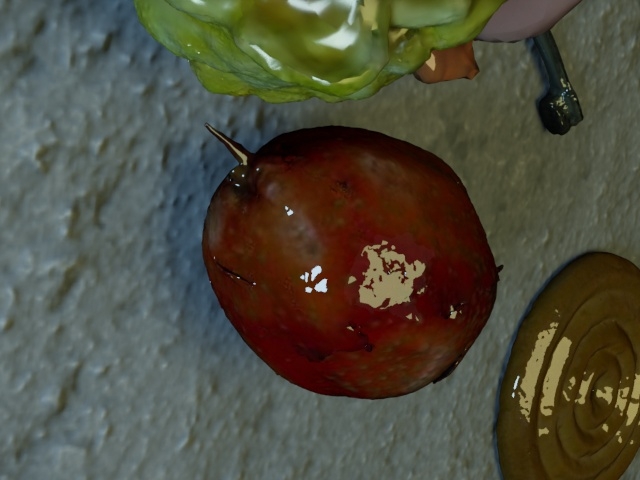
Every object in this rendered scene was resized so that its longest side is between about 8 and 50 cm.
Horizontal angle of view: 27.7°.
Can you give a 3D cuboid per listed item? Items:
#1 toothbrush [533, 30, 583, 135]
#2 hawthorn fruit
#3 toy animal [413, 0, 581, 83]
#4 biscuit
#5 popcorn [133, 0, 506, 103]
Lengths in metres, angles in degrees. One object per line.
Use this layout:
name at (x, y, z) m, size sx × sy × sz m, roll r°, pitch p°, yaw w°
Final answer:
toothbrush at (0.156, -0.200, 1.018) m, size 0.030 × 0.030 × 0.297 m, roll -43°, pitch 130°, yaw -18°
hawthorn fruit at (0.000, 0.000, 0.816) m, size 0.235 × 0.181 × 0.181 m, roll 35°, pitch 75°, yaw -33°
toy animal at (0.155, -0.238, 0.838) m, size 0.169 × 0.281 × 0.195 m, roll 48°, pitch 43°, yaw -13°
biscuit at (0.252, 0.140, 1.215) m, size 0.262 × 0.037 × 0.262 m, roll -16°, pitch 112°, yaw -45°
popcorn at (-0.001, -0.182, 0.687) m, size 0.242 × 0.235 × 0.250 m, roll -55°, pitch 166°, yaw -27°
